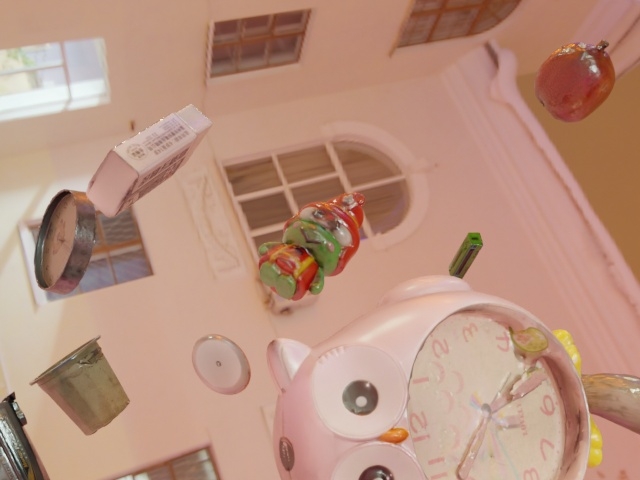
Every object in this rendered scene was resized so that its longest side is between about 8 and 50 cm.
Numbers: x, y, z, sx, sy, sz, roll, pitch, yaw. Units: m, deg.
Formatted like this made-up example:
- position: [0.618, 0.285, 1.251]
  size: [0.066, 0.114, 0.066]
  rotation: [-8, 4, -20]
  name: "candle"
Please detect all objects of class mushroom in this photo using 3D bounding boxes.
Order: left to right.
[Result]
- position: [0.732, 0.388, 1.623]
  size: [0.177, 0.397, 0.126]
  rotation: [127, -16, -72]
  name: "mushroom"

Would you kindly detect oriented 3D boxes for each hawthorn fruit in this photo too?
- position: [0.570, -0.355, 1.569]
  size: [0.188, 0.169, 0.169]
  rotation: [-45, -122, 34]
  name: "hawthorn fruit"

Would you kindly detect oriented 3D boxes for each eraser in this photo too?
- position: [-0.275, -0.133, 1.159]
  size: [0.068, 0.210, 0.124]
  rotation: [42, -50, -1]
  name: "eraser"

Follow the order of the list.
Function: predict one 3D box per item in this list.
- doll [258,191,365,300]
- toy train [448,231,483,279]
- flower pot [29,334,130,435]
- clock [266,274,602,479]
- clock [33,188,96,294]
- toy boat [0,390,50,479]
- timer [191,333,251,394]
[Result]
- position: [0.000, 0.000, 1.729]
  size: [0.182, 0.363, 0.160]
  rotation: [31, -31, 19]
  name: "doll"
- position: [0.394, 0.055, 1.985]
  size: [0.209, 0.042, 0.044]
  rotation: [107, -19, -52]
  name: "toy train"
- position: [-0.612, 0.384, 1.867]
  size: [0.203, 0.212, 0.212]
  rotation: [55, -17, -10]
  name: "flower pot"
- position: [0.117, 0.233, 0.891]
  size: [0.250, 0.376, 0.368]
  rotation: [-33, -117, 60]
  name: "clock"
- position: [-0.742, 0.003, 2.053]
  size: [0.312, 0.061, 0.313]
  rotation: [-18, -115, 46]
  name: "clock"
- position: [-0.685, 0.498, 1.578]
  size: [0.114, 0.122, 0.296]
  rotation: [-27, -94, 54]
  name: "toy boat"
- position: [-0.193, 0.246, 1.398]
  size: [0.136, 0.099, 0.136]
  rotation: [56, -13, 20]
  name: "timer"
